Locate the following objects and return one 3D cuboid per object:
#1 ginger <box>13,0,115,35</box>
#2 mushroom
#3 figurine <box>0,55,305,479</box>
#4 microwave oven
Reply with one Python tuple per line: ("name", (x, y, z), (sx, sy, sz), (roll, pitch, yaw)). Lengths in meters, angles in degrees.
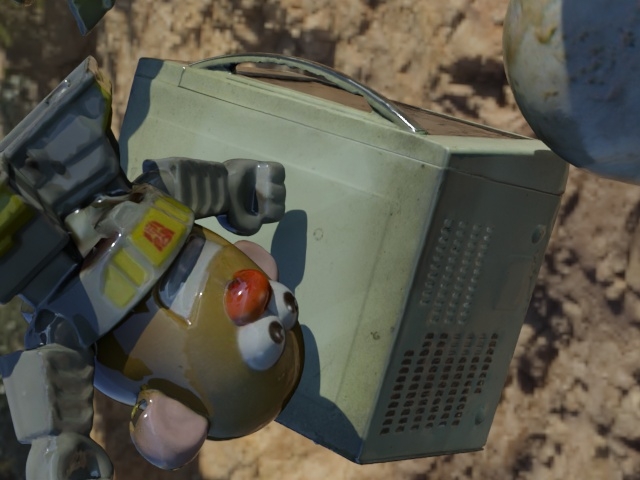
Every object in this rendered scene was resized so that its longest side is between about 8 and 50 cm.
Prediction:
("ginger", (-0.280, -0.426, 1.114), (0.358, 0.211, 0.413), (-172, 93, -68))
("mushroom", (0.275, -0.176, 0.914), (0.243, 0.243, 0.243), (-177, 90, -75))
("figurine", (-0.130, 0.034, 0.813), (0.342, 0.285, 0.167), (-50, 21, -22))
("microwave oven", (0.000, 0.000, 1.098), (0.394, 0.247, 0.333), (21, 100, 38))
